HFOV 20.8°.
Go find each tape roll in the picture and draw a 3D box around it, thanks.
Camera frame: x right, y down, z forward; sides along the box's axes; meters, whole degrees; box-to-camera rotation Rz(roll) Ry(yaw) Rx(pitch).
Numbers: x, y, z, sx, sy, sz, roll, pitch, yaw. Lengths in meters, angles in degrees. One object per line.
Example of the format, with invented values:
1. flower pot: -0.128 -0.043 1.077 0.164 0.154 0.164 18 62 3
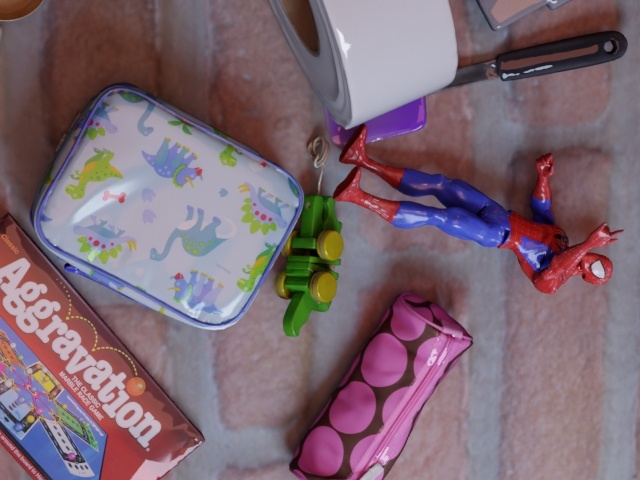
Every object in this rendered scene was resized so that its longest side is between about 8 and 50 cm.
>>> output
1. tape roll: 0.012 -0.240 1.473 0.100 0.286 0.286 -24 101 -8

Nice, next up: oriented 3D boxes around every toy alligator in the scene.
1. toy alligator: 0.000 0.000 1.625 0.051 0.056 0.189 20 76 -48

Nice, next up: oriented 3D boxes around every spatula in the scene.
1. spatula: 0.147 -0.157 1.638 0.296 0.030 0.084 -13 99 -9

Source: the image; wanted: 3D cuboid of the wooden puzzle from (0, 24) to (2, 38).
1. wooden puzzle: -0.325 -0.168 1.556 0.079 0.014 0.116 17 94 -8

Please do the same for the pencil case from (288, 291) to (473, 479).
1. pencil case: 0.061 0.153 1.630 0.095 0.098 0.209 30 90 -13

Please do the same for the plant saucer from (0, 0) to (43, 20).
1. plant saucer: -0.283 -0.234 1.546 0.083 0.015 0.083 2 82 -18

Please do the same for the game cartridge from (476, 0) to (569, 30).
1. game cartridge: 0.262 -0.368 1.583 0.355 0.068 0.230 -28 103 7

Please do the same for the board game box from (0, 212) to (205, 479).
1. board game box: -0.250 0.127 1.603 0.145 0.027 0.281 -41 103 -5

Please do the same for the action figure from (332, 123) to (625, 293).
1. action figure: 0.168 -0.038 1.605 0.280 0.091 0.139 25 135 -16

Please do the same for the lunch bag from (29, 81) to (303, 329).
1. lunch bag: -0.142 -0.028 1.570 0.219 0.090 0.176 28 91 -13
